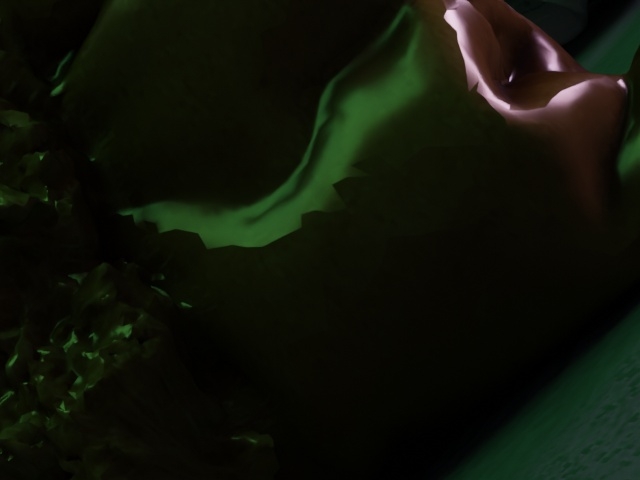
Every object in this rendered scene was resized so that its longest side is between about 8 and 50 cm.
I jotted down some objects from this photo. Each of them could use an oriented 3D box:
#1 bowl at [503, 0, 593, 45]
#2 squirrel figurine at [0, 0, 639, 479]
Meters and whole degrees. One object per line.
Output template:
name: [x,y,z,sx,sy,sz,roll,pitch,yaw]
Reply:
bowl: [0.117,-0.214,1.189,0.289,0.289,0.156,149,123,-64]
squirrel figurine: [-0.087,-0.063,0.683,0.397,0.370,0.281,-46,7,-17]
